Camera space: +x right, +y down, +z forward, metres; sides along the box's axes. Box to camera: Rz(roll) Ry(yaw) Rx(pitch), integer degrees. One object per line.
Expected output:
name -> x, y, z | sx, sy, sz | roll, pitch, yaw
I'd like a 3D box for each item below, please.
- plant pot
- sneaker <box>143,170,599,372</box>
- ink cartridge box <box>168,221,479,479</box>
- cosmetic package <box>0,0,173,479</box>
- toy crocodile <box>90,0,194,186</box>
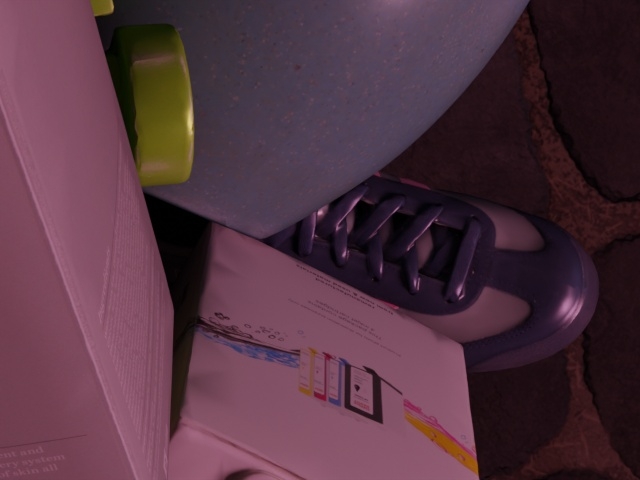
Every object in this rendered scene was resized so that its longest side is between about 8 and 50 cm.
plant pot -> -0.052, -0.115, 0.824 | 0.290, 0.290, 0.195 | 36, 77, -86
sneaker -> 0.000, 0.000, 0.960 | 0.131, 0.319, 0.112 | 62, 38, -67
ink cartridge box -> -0.030, 0.135, 0.854 | 0.171, 0.168, 0.233 | -59, -169, 21
cosmetic package -> -0.117, -0.011, 0.428 | 0.238, 0.127, 0.107 | 84, 3, -46
toy crocodile -> -0.121, -0.121, 0.669 | 0.105, 0.115, 0.341 | -140, -136, -71
